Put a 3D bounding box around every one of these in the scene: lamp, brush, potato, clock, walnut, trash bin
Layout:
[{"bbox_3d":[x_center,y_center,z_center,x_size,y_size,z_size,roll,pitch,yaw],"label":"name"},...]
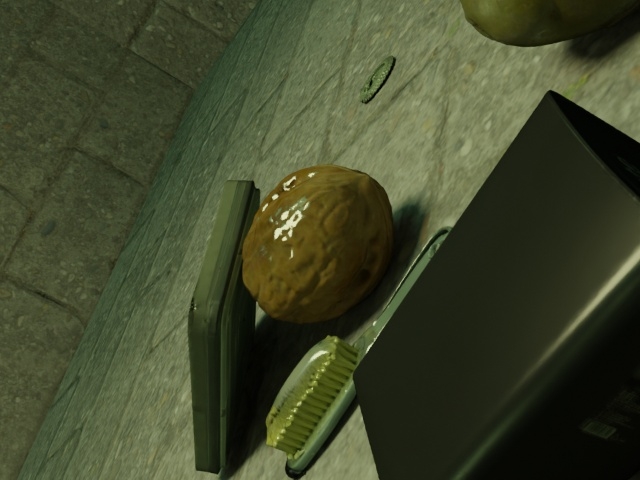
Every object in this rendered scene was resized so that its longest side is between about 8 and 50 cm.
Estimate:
[{"bbox_3d":[-0.113,0.099,1.022,0.269,0.047,0.266,-82,-1,-53],"label":"lamp"},{"bbox_3d":[0.026,0.099,0.811,0.297,0.060,0.068,-56,15,13],"label":"brush"},{"bbox_3d":[0.212,-0.261,0.707,0.235,0.160,0.178,-47,30,29],"label":"potato"},{"bbox_3d":[0.085,-0.246,1.291,0.083,0.010,0.074,-49,20,29],"label":"clock"},{"bbox_3d":[0.000,0.000,0.901,0.184,0.155,0.155,-49,20,26],"label":"walnut"},{"bbox_3d":[0.125,0.057,0.488,0.225,0.115,0.165,-53,28,23],"label":"trash bin"}]
